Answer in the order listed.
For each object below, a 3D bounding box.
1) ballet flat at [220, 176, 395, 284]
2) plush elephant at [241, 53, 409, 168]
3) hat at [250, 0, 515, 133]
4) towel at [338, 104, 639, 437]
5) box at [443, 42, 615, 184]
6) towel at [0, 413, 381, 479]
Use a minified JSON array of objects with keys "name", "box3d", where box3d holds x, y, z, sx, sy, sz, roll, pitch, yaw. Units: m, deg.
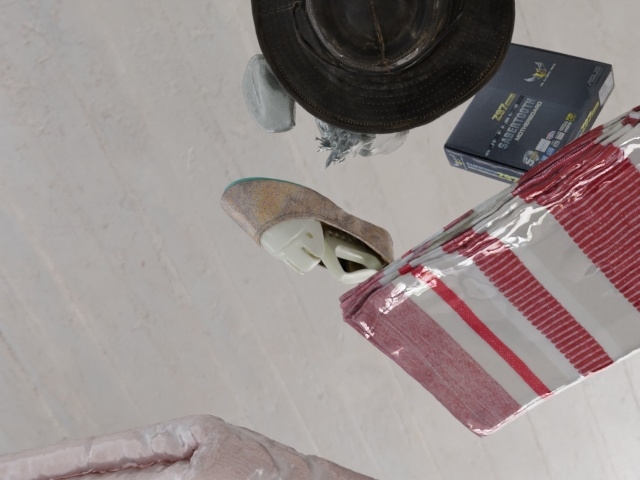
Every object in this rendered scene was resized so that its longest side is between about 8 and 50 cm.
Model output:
[{"name":"ballet flat","box3d":[0.000,0.000,1.218,0.316,0.106,0.107,17,136,-41]},{"name":"plush elephant","box3d":[0.029,-0.257,1.270,0.255,0.330,0.272,49,133,7]},{"name":"hat","box3d":[0.051,-0.277,0.926,0.331,0.134,0.331,2,99,14]},{"name":"towel","box3d":[0.212,0.049,0.807,0.329,0.037,0.237,-36,119,24]},{"name":"box","box3d":[0.331,-0.197,1.393,0.183,0.232,0.059,23,160,34]},{"name":"towel","box3d":[-0.049,0.202,0.575,0.317,0.053,0.332,-20,142,39]}]
